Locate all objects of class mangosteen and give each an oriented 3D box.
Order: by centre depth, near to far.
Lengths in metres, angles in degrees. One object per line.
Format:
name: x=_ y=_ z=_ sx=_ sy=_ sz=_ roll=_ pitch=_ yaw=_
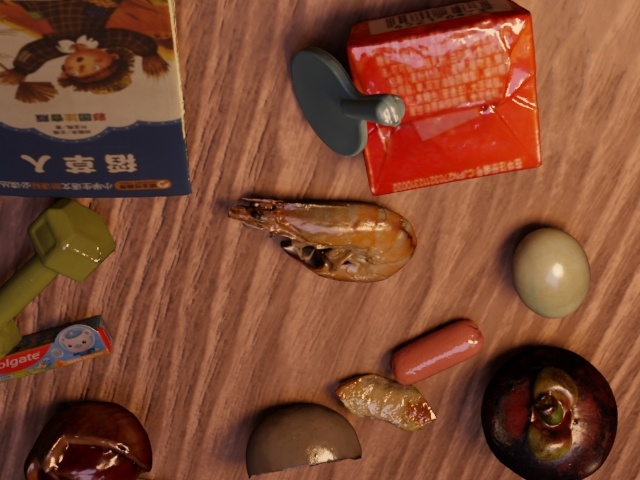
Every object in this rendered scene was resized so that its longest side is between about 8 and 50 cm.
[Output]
mangosteen: x=0.354 y=0.262 z=1.799 sx=0.216 sy=0.216 sz=0.216 roll=-2 pitch=125 yaw=-3

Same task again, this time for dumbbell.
dumbbell: x=-0.426 y=0.066 z=1.670 sx=0.302 sy=0.121 sz=0.108 roll=-42 pitch=158 yaw=22

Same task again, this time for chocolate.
chocolate: x=0.161 y=-0.194 z=1.532 sx=0.238 sy=0.108 sz=0.234 roll=-11 pitch=125 yaw=3

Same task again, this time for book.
book: x=-0.322 y=-0.189 z=1.456 sx=0.300 sy=0.039 sz=0.428 roll=-1 pitch=146 yaw=-3

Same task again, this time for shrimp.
shrimp: x=0.000 y=0.000 z=1.691 sx=0.287 sy=0.063 sz=0.152 roll=9 pitch=136 yaw=-11

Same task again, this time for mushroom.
mushroom: x=-0.029 y=0.322 z=1.880 sx=0.188 sy=0.141 sz=0.117 roll=-5 pitch=91 yaw=-6

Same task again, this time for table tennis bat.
table tennis bat: x=0.030 y=-0.172 z=1.473 sx=0.040 sy=0.244 sz=0.152 roll=-29 pitch=111 yaw=-21

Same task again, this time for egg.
egg: x=0.339 y=0.050 z=1.709 sx=0.114 sy=0.114 sz=0.152 roll=-12 pitch=126 yaw=5

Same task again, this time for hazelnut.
hazelnut: x=-0.369 y=0.347 z=1.845 sx=0.170 sy=0.160 sz=0.201 roll=37 pitch=104 yaw=-26

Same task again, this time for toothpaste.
toothpaste: x=-0.423 y=0.160 z=1.780 sx=0.194 sy=0.044 sz=0.070 roll=-16 pitch=123 yaw=7

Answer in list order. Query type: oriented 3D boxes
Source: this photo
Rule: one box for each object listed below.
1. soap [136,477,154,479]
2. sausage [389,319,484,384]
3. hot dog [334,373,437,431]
soap: x=-0.308 y=0.508 z=1.995 sx=0.324 sy=0.109 sz=0.192 roll=11 pitch=124 yaw=-12
sausage: x=0.183 y=0.174 z=1.818 sx=0.154 sy=0.062 sz=0.062 roll=-27 pitch=122 yaw=15
hot dog: x=0.108 y=0.258 z=1.873 sx=0.169 sy=0.061 sz=0.078 roll=18 pitch=91 yaw=8
